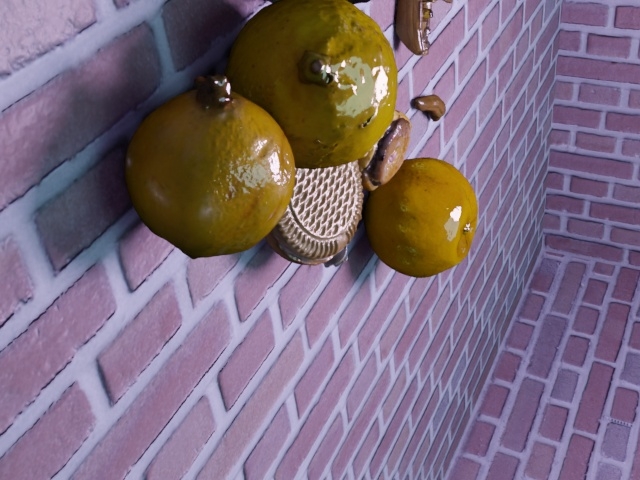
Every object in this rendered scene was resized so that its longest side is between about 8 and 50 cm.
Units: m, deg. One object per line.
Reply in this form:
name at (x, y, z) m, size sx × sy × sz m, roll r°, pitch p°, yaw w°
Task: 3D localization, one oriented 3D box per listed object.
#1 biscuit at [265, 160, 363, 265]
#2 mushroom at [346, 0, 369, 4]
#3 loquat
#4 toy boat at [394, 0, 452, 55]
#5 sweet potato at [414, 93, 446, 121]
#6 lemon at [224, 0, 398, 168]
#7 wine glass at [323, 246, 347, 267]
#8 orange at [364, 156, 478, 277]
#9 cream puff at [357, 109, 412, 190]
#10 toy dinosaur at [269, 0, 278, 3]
biscuit at (-0.017, -0.081, 1.358) m, size 0.259 × 0.079 × 0.259 m, roll 1°, pitch 88°, yaw -47°
mushroom at (0.015, -0.576, 1.146) m, size 0.314 × 0.224 × 0.397 m, roll 0°, pitch 96°, yaw -51°
loquat at (-0.136, -0.101, 0.999) m, size 0.213 × 0.214 × 0.246 m, roll -49°, pitch 156°, yaw -47°
toy boat at (0.235, -0.558, 1.705) m, size 0.089 × 0.122 × 0.321 m, roll -28°, pitch 126°, yaw -67°
sweet potato at (0.277, -0.338, 1.987) m, size 0.182 × 0.054 × 0.053 m, roll 6°, pitch 87°, yaw -64°
lemon at (-0.011, -0.225, 1.139) m, size 0.310 × 0.254 × 0.253 m, roll 177°, pitch -74°, yaw -83°
wine glass at (0.000, 0.000, 1.519) m, size 0.155 × 0.072 × 0.072 m, roll 44°, pitch 61°, yaw -64°
orange at (0.232, -0.052, 1.793) m, size 0.279 × 0.235 × 0.278 m, roll -14°, pitch 107°, yaw -53°
cream puff at (0.092, -0.188, 1.561) m, size 0.189 × 0.130 × 0.189 m, roll -50°, pitch 154°, yaw -35°
toy dinosaur at (-0.064, -0.372, 1.184) m, size 0.209 × 0.082 × 0.039 m, roll 5°, pitch 94°, yaw -52°
